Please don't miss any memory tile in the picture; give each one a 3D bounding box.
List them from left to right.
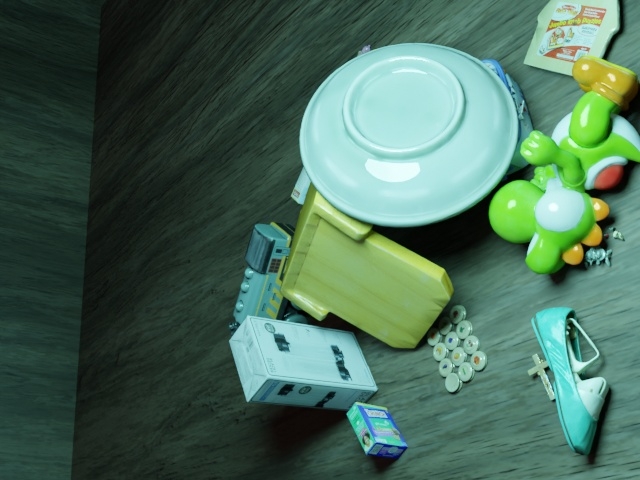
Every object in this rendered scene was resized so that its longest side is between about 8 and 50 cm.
[{"bbox_3d":[0.263,0.210,1.591,0.113,0.012,0.148,-49,43,32],"label":"memory tile"}]

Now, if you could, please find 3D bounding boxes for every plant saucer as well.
[{"bbox_3d":[0.151,-0.220,1.463,0.400,0.100,0.401,-5,61,9],"label":"plant saucer"}]

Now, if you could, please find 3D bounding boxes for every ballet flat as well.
[{"bbox_3d":[0.416,0.217,1.324,0.087,0.083,0.247,-28,57,30],"label":"ballet flat"}]

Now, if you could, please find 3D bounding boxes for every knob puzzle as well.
[{"bbox_3d":[0.477,-0.399,1.502,0.213,0.030,0.213,-25,58,49],"label":"knob puzzle"}]

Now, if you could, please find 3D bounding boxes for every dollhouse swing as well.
[{"bbox_3d":[0.107,-0.001,1.665,0.347,0.304,0.315,111,174,-54],"label":"dollhouse swing"}]

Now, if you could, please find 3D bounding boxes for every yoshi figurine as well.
[{"bbox_3d":[0.397,-0.128,1.395,0.203,0.203,0.362,-136,63,-69],"label":"yoshi figurine"}]

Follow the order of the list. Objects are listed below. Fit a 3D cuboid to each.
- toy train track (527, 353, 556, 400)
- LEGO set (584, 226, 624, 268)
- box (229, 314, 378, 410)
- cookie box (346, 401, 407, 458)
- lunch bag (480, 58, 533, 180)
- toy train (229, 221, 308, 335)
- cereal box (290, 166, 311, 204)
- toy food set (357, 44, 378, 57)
[{"bbox_3d":[0.388,0.236,1.410,0.048,0.014,0.083,-37,55,32],"label":"toy train track"},{"bbox_3d":[0.468,0.014,1.369,0.054,0.023,0.083,40,110,53],"label":"LEGO set"},{"bbox_3d":[-0.035,0.266,1.743,0.087,0.289,0.169,-54,42,30],"label":"box"},{"bbox_3d":[0.114,0.386,1.664,0.040,0.091,0.107,-55,40,22],"label":"cookie box"},{"bbox_3d":[0.269,-0.201,1.599,0.303,0.115,0.243,-25,54,29],"label":"lunch bag"},{"bbox_3d":[-0.107,0.109,1.967,0.142,0.190,0.334,41,118,52],"label":"toy train"},{"bbox_3d":[0.054,-0.179,1.884,0.047,0.173,0.240,44,113,52],"label":"cereal box"},{"bbox_3d":[0.118,-0.448,2.024,0.122,0.019,0.078,16,91,55],"label":"toy food set"}]
